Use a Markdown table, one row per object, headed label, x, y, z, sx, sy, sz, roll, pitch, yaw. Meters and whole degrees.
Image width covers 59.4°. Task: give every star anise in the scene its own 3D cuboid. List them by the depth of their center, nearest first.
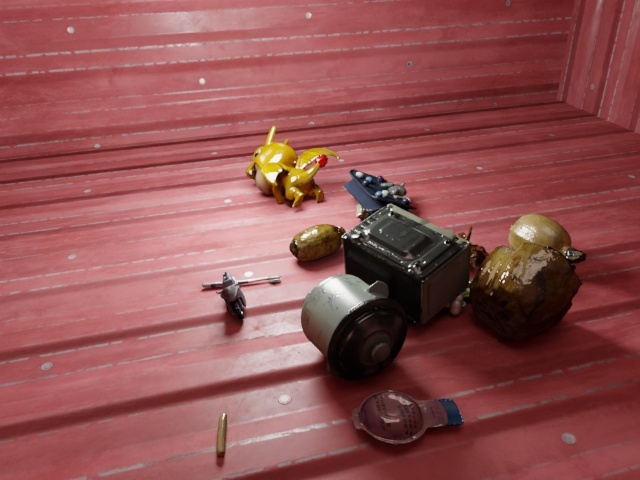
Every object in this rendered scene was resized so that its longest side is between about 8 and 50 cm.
| label | x | y | z | sx | sy | sz | roll | pitch | yaw |
| --- | --- | --- | --- | --- | --- | --- | --- | --- | --- |
| star anise | 0.551 | 0.039 | 2.143 | 0.196 | 0.111 | 0.212 | -20 | 42 | -15 |

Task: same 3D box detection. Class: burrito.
| label | x | y | z | sx | sy | sz | roll | pitch | yaw |
| --- | --- | --- | --- | --- | --- | --- | --- | --- | --- |
| burrito | 0.190 | -0.150 | 2.536 | 0.058 | 0.063 | 0.229 | -38 | 15 | 17 |

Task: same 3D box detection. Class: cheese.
| label | x | y | z | sx | sy | sz | roll | pitch | yaw |
| --- | --- | --- | --- | --- | --- | --- | --- | --- | --- |
| cheese | 0.224 | 0.452 | 1.452 | 0.285 | 0.074 | 0.189 | -2 | 30 | -9 |

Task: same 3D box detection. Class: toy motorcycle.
| label | x | y | z | sx | sy | sz | roll | pitch | yaw |
| --- | --- | --- | --- | --- | --- | --- | --- | --- | --- |
| toy motorcycle | -0.306 | 0.177 | 1.908 | 0.080 | 0.123 | 0.215 | -22 | 33 | -5 |

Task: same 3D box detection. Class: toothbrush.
| label | x | y | z | sx | sy | sz | roll | pitch | yaw |
| --- | --- | --- | --- | --- | --- | --- | --- | --- | --- |
| toothbrush | -0.287 | 0.154 | 2.049 | 0.287 | 0.024 | 0.026 | -5 | 44 | -7 |

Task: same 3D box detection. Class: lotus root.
| label | x | y | z | sx | sy | sz | roll | pitch | yaw |
| --- | --- | --- | --- | --- | --- | --- | --- | --- | --- |
| lotus root | 0.612 | 0.152 | 1.749 | 0.250 | 0.316 | 0.316 | -35 | 43 | -27 |
| lotus root | 0.840 | 0.015 | 2.085 | 0.182 | 0.183 | 0.310 | -17 | 33 | -25 |
| lotus root | 0.000 | 0.000 | 2.202 | 0.260 | 0.129 | 0.145 | -19 | 24 | -30 |

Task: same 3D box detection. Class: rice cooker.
| label | x | y | z | sx | sy | sz | roll | pitch | yaw |
| --- | --- | --- | --- | --- | --- | --- | --- | --- | --- |
| rice cooker | 0.100 | 0.249 | 1.625 | 0.264 | 0.317 | 0.316 | 27 | 11 | -37 |

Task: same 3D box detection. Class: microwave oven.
| label | x | y | z | sx | sy | sz | roll | pitch | yaw |
| --- | --- | --- | --- | --- | --- | --- | --- | --- | --- |
| microwave oven | 0.280 | 0.061 | 1.860 | 0.286 | 0.219 | 0.354 | -32 | 44 | -29 |

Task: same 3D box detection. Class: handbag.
| label | x | y | z | sx | sy | sz | roll | pitch | yaw |
| --- | --- | --- | --- | --- | --- | --- | --- | --- | --- |
| handbag | 0.279 | -0.209 | 2.518 | 0.268 | 0.119 | 0.326 | 8 | 26 | -27 |

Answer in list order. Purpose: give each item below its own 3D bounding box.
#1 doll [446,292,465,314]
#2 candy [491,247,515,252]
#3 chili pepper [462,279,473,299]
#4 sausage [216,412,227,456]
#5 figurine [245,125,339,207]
| label | x | y | z | sx | sy | sz | roll | pitch | yaw |
| --- | --- | --- | --- | --- | --- | --- | --- | --- | --- |
| doll | 0.408 | 0.200 | 1.891 | 0.162 | 0.062 | 0.106 | 10 | 61 | 23 |
| candy | 0.707 | 0.080 | 2.059 | 0.094 | 0.106 | 0.199 | -33 | 34 | -14 |
| chili pepper | 0.534 | 0.168 | 1.939 | 0.203 | 0.073 | 0.072 | -11 | 43 | 2 |
| sausage | -0.253 | 0.496 | 1.443 | 0.024 | 0.024 | 0.132 | -4 | 30 | -5 |
| figurine | -0.141 | -0.336 | 2.664 | 0.400 | 0.268 | 0.387 | -32 | 54 | -25 |
